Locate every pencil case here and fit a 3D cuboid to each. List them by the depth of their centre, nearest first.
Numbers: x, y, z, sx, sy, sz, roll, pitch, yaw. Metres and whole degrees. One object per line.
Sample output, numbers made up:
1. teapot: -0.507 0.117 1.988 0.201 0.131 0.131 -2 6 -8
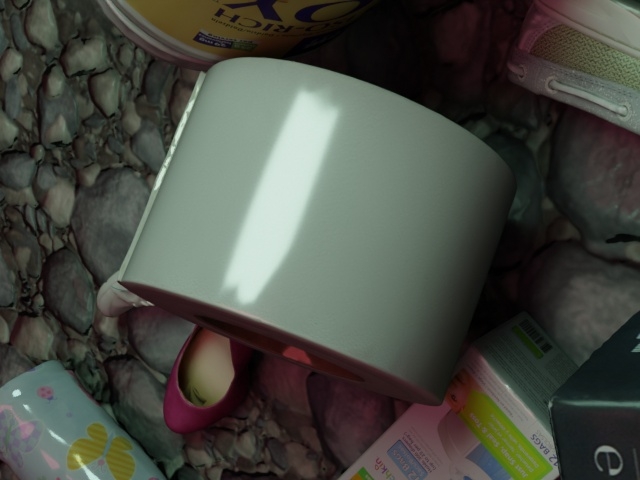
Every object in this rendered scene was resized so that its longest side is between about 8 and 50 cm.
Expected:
1. pencil case: -0.233 0.250 1.113 0.273 0.113 0.124 42 131 19

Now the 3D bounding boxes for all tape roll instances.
1. tape roll: 0.000 0.000 0.783 0.246 0.246 0.169 14 78 30

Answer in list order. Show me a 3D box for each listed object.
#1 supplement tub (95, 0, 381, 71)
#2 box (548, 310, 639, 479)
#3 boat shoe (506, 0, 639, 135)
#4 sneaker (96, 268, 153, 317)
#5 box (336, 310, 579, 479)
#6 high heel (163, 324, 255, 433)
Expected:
1. supplement tub: -0.032 -0.252 0.709 0.331 0.241 0.241 -20 90 67
2. box: 0.421 0.258 0.571 0.471 0.297 0.480 -7 98 33
3. boat shoe: 0.261 -0.075 0.704 0.320 0.118 0.103 37 126 25
4. sneaker: -0.161 0.043 1.050 0.152 0.053 0.061 -37 83 34
5. box: 0.117 0.171 0.864 0.114 0.103 0.203 49 123 15
6. high heel: -0.104 0.110 0.988 0.082 0.117 0.244 52 124 12
